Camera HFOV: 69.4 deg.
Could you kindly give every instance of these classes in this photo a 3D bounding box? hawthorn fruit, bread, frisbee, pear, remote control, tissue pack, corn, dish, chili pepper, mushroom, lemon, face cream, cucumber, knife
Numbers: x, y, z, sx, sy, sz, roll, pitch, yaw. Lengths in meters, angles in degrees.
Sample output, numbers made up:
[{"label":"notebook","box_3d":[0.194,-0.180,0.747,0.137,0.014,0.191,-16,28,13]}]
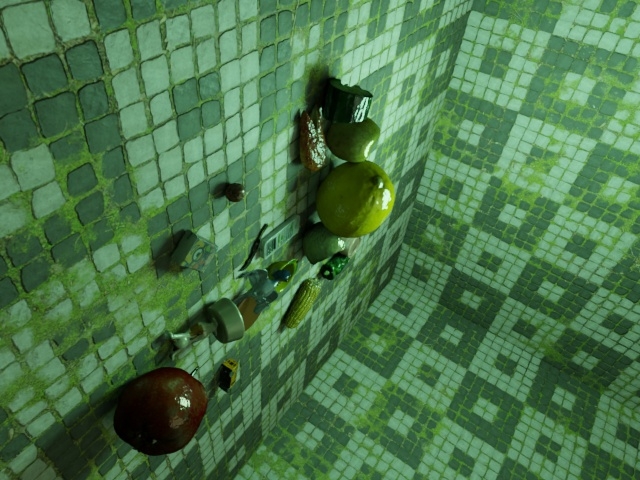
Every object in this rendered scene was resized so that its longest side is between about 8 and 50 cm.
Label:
[{"label":"hawthorn fruit","box_3d":[-0.527,0.560,1.615,0.369,0.284,0.285,-45,155,-56]},{"label":"bread","box_3d":[-0.027,-0.388,1.801,0.139,0.095,0.269,-52,154,-43]},{"label":"frisbee","box_3d":[-0.327,0.322,2.101,0.251,0.021,0.251,-47,154,-33]},{"label":"pear","box_3d":[0.133,-0.444,1.959,0.229,0.211,0.188,-61,-178,-39]},{"label":"remote control","box_3d":[-0.174,-0.020,2.003,0.250,0.034,0.103,-41,151,-41]},{"label":"tissue pack","box_3d":[-0.406,0.037,1.501,0.109,0.060,0.148,-59,160,-4]},{"label":"corn","box_3d":[-0.096,0.342,2.535,0.318,0.115,0.115,-62,159,3]},{"label":"dish","box_3d":[-0.190,0.151,2.118,0.208,0.080,0.149,-52,153,-20]},{"label":"chili pepper","box_3d":[0.084,0.155,2.736,0.136,0.099,0.270,-45,177,33]},{"label":"mushroom","box_3d":[-0.007,0.004,2.249,0.189,0.164,0.267,-35,-168,-4]},{"label":"lemon","box_3d":[0.173,-0.202,2.063,0.364,0.364,0.364,-48,155,-31]},{"label":"face cream","box_3d":[0.160,0.015,2.715,0.149,0.104,0.149,-48,155,-31]},{"label":"hawthorn fruit","box_3d":[-0.279,-0.162,1.555,0.067,0.066,0.103,-65,174,11]},{"label":"cucumber","box_3d":[0.098,-0.532,1.763,0.191,0.191,0.130,-39,151,-45]},{"label":"knife","box_3d":[-0.261,0.031,1.883,0.222,0.021,0.045,-61,156,0]}]

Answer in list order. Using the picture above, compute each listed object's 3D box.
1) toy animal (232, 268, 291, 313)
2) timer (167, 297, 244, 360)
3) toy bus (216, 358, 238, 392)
[{"label":"toy animal","box_3d":[-0.248,0.211,1.973,0.176,0.255,0.239,-94,172,-56]},{"label":"timer","box_3d":[-0.440,0.341,1.727,0.265,0.175,0.175,-21,138,-36]},{"label":"toy bus","box_3d":[-0.434,0.640,2.182,0.074,0.069,0.162,-35,146,-53]}]
